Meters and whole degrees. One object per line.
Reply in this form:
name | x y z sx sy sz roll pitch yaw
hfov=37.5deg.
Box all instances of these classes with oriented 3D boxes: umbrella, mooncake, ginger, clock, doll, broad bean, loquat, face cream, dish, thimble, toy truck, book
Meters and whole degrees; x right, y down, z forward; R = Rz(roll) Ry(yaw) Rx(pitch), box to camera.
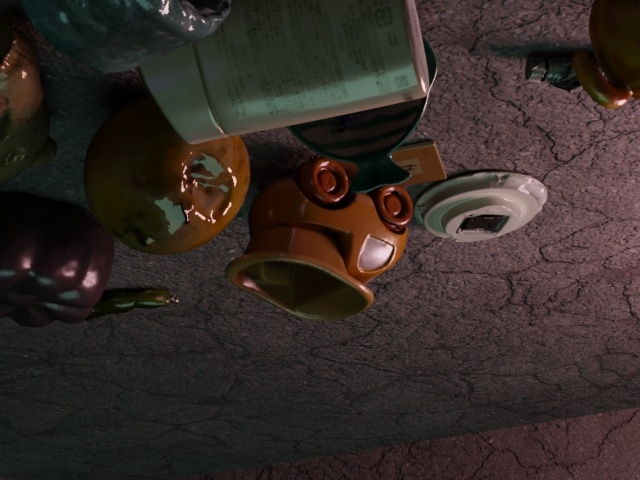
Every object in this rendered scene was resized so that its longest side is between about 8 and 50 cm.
umbrella | 0.373 -0.229 1.280 0.188 0.050 0.046 1 133 -8
mooncake | -0.522 0.045 1.657 0.306 0.154 0.306 0 155 0
ginger | -0.435 -0.165 1.238 0.190 0.126 0.354 12 153 -18
clock | 0.284 -0.047 1.661 0.237 0.053 0.236 -1 156 -1
doll | 0.435 -0.269 1.078 0.167 0.162 0.270 27 134 -23
broad bean | -0.426 0.132 1.976 0.255 0.046 0.065 -8 154 10
loquat | -0.219 -0.094 1.320 0.244 0.243 0.244 -2 155 -1
face cream | -0.054 -0.222 1.133 0.349 0.173 0.081 -10 -166 16
dish | 0.048 -0.191 1.212 0.224 0.246 0.078 -13 -162 15
thimble | -0.192 -0.280 0.944 0.143 0.198 0.235 -15 -175 22
toy truck | 0.000 0.000 1.527 0.288 0.211 0.204 22 152 -28
book | 0.112 -0.117 1.537 0.172 0.012 0.118 -9 154 13
